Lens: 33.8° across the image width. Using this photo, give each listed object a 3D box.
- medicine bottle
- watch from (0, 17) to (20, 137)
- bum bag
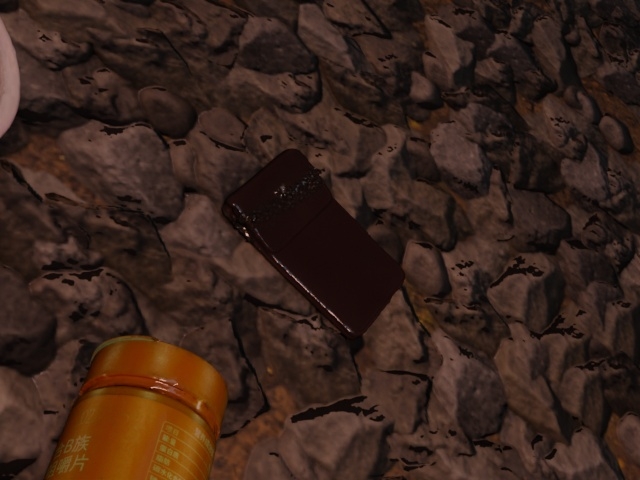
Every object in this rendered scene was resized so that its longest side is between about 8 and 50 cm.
[{"bbox_3d":[-0.121,0.160,0.624,0.096,0.096,0.192,29,47,-18],"label":"medicine bottle"},{"bbox_3d":[-0.311,-0.087,0.630,0.231,0.196,0.244,19,47,-55],"label":"watch"},{"bbox_3d":[0.000,0.000,0.886,0.159,0.026,0.109,45,43,-3],"label":"bum bag"}]
